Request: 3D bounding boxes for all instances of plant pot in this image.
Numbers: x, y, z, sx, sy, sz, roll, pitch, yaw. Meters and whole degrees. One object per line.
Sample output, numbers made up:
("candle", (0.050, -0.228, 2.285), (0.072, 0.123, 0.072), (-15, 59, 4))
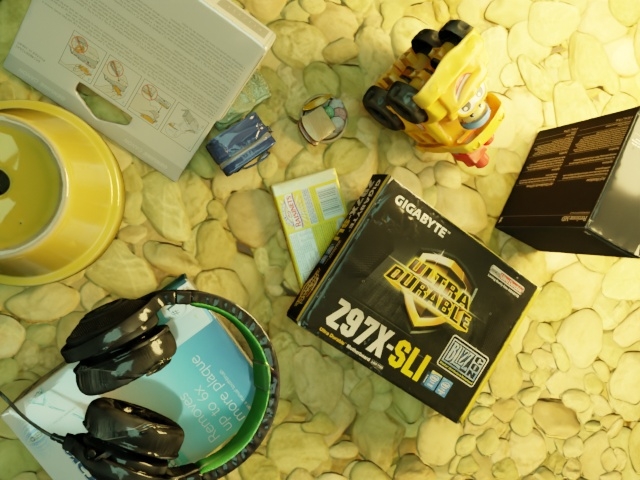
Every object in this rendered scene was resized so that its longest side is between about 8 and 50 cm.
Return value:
("plant pot", (-0.384, -0.063, 0.865), (0.253, 0.239, 0.254), (0, 90, -13))

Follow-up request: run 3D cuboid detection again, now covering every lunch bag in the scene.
("lunch bag", (-0.112, -0.139, 1.008), (0.098, 0.067, 0.065), (-35, 98, -11))

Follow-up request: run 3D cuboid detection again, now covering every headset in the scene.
("headset", (-0.231, 0.188, 0.803), (0.394, 0.185, 0.244), (-4, 90, -22))

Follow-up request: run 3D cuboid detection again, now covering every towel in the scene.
("towel", (-0.152, -0.250, 1.018), (0.110, 0.027, 0.148), (-38, 99, -10))

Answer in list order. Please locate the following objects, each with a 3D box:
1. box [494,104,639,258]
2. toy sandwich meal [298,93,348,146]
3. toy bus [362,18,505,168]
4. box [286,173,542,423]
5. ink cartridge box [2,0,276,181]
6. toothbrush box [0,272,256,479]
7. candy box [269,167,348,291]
("box", (0.393, -0.078, 1.020), (0.103, 0.261, 0.184), (29, 86, -11))
("toy sandwich meal", (0.005, -0.188, 1.052), (0.085, 0.029, 0.086), (0, 91, -12))
("toy bus", (0.192, -0.192, 1.003), (0.211, 0.220, 0.149), (44, 85, -16))
("box", (0.147, 0.092, 1.048), (0.322, 0.079, 0.257), (35, 86, -18))
("ink cartridge box", (-0.254, -0.264, 0.947), (0.296, 0.066, 0.261), (34, 123, -12))
("toothbrush box", (-0.245, 0.219, 0.959), (0.295, 0.126, 0.216), (-36, 97, -8))
("candy box", (0.000, 0.000, 1.056), (0.105, 0.027, 0.206), (-17, 95, -10))
